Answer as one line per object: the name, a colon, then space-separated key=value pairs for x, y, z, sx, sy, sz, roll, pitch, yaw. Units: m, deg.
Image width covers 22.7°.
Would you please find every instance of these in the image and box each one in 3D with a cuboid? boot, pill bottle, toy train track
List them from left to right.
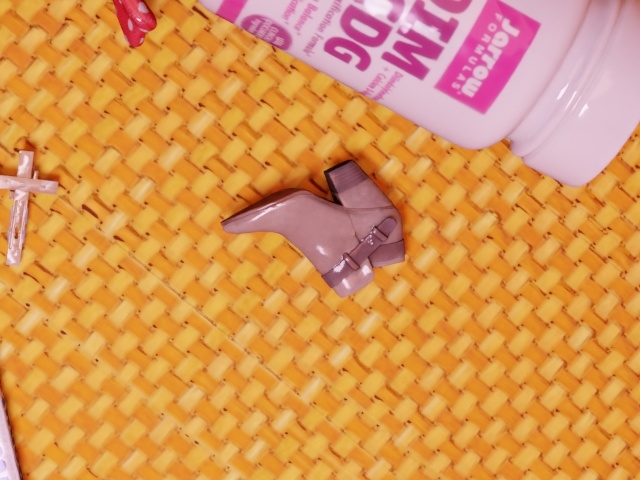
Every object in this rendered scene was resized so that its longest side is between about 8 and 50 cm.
toy train track: x=-0.211 y=-0.024 z=1.117 sx=0.048 sy=0.014 sz=0.083 roll=7 pitch=104 yaw=-12
boot: x=0.000 y=0.000 z=1.120 sx=0.118 sy=0.042 sz=0.087 roll=-24 pitch=102 yaw=1
pill bottle: x=0.077 y=-0.158 z=1.038 sx=0.283 sy=0.160 sz=0.160 roll=27 pitch=96 yaw=-8

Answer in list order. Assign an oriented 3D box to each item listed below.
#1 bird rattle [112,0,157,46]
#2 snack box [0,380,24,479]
bird rattle: x=-0.207 y=-0.215 z=1.000 sx=0.143 sy=0.207 sz=0.253 roll=-42 pitch=90 yaw=22
snack box: x=-0.252 y=0.141 z=1.135 sx=0.064 sy=0.022 sz=0.178 roll=-12 pitch=99 yaw=-3
